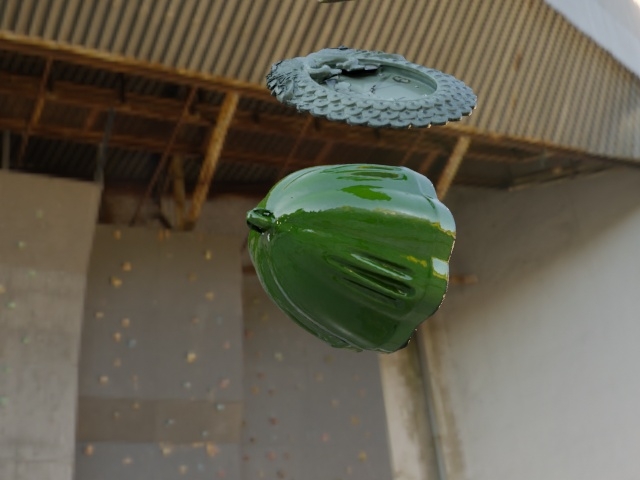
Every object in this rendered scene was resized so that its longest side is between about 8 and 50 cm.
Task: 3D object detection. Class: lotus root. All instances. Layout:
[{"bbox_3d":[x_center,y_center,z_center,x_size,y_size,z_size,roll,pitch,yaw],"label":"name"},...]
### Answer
[{"bbox_3d":[0.000,0.000,1.005,0.186,0.186,0.186,-6,-30,-3],"label":"lotus root"}]

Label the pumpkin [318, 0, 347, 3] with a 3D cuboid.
[{"bbox_3d":[0.118,-0.309,1.098,0.248,0.131,0.126,-15,-17,39],"label":"pumpkin"}]

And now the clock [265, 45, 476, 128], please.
[{"bbox_3d":[0.021,-0.059,0.440,0.074,0.083,0.010,-24,-52,-41],"label":"clock"}]
